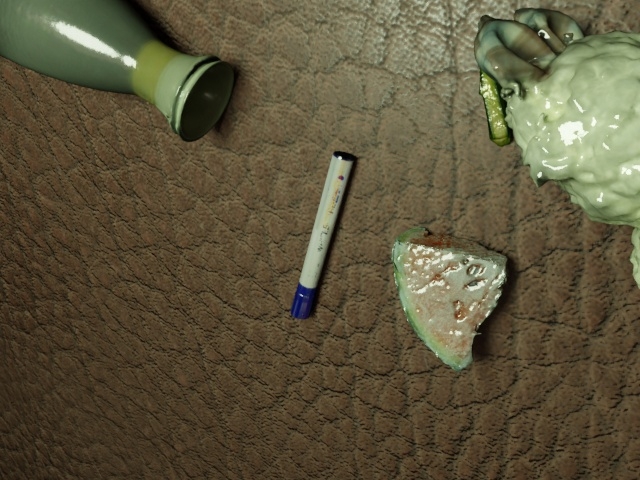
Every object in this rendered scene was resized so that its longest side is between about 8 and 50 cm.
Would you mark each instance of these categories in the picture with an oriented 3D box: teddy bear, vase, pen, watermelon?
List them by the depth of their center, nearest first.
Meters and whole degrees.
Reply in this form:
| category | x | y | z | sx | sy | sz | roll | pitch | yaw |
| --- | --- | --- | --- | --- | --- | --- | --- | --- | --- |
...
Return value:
| category | x | y | z | sx | sy | sz | roll | pitch | yaw |
| --- | --- | --- | --- | --- | --- | --- | --- | --- | --- |
| teddy bear | 0.334 | -0.070 | 0.362 | 0.375 | 0.327 | 0.362 | -8 | 108 | 59 |
| watermelon | 0.177 | 0.061 | 0.641 | 0.139 | 0.071 | 0.187 | -25 | 89 | 25 |
| vase | -0.283 | -0.265 | 0.692 | 0.321 | 0.173 | 0.173 | 29 | 120 | 7 |
| pen | 0.000 | 0.000 | 0.722 | 0.033 | 0.033 | 0.269 | 24 | 118 | 16 |

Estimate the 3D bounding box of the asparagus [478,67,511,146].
| category | x | y | z | sx | sy | sz | roll | pitch | yaw |
| --- | --- | --- | --- | --- | --- | --- | --- | --- | --- |
| asparagus | 0.194 | -0.158 | 0.568 | 0.025 | 0.021 | 0.108 | -8 | 106 | 30 |
